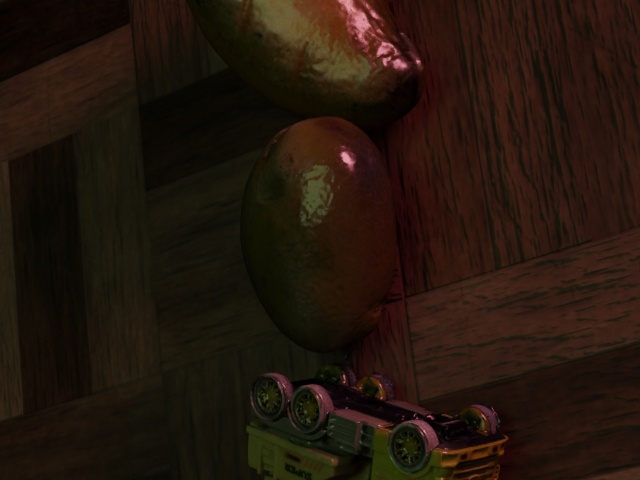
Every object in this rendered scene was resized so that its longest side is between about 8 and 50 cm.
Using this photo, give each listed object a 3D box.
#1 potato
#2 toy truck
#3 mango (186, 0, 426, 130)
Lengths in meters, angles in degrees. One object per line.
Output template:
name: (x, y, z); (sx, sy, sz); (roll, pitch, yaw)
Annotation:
potato: (0.000, 0.000, 1.723); (0.174, 0.159, 0.251); (-178, 79, -79)
toy truck: (0.044, 0.222, 1.659); (0.272, 0.124, 0.157); (14, 103, 40)
mango: (-0.023, -0.241, 1.806); (0.329, 0.175, 0.176); (54, 137, 11)
